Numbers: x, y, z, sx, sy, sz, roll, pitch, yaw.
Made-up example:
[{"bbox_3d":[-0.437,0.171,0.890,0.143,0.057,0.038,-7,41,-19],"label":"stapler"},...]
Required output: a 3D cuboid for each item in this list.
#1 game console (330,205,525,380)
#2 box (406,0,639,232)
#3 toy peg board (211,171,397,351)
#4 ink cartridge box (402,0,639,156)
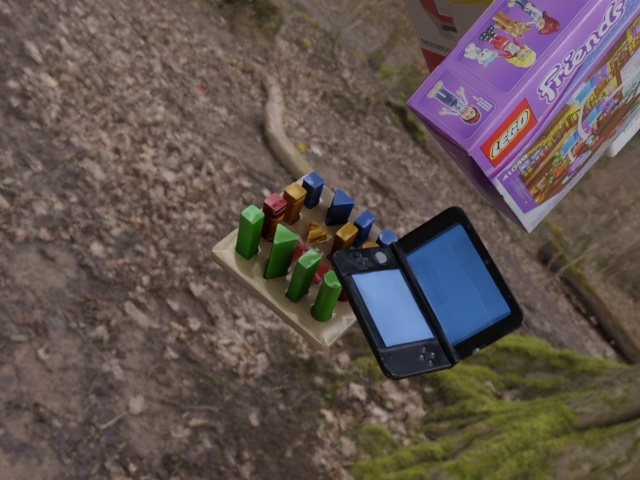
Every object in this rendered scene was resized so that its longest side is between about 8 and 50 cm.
[{"bbox_3d":[0.085,0.039,0.617,0.107,0.071,0.122,-4,56,-35],"label":"game console"},{"bbox_3d":[0.203,-0.152,0.511,0.057,0.293,0.201,44,7,28],"label":"box"},{"bbox_3d":[0.000,0.000,0.787,0.161,0.160,0.079,39,-34,15],"label":"toy peg board"},{"bbox_3d":[0.221,-0.307,0.820,0.279,0.160,0.385,32,-17,41],"label":"ink cartridge box"}]
